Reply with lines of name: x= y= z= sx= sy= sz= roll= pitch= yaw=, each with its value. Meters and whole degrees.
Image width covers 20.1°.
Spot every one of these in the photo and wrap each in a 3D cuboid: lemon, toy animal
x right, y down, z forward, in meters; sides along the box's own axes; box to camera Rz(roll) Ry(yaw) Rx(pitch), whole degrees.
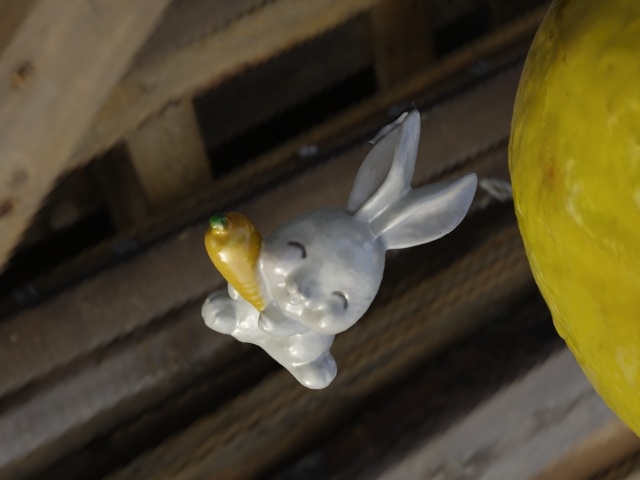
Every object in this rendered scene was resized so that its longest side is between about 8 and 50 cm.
lemon: x=0.221 y=-0.032 z=0.743 sx=0.297 sy=0.297 sz=0.297 roll=-21 pitch=131 yaw=-27
toy animal: x=0.000 y=0.000 z=1.148 sx=0.181 sy=0.131 sz=0.127 roll=-49 pitch=-174 yaw=47
